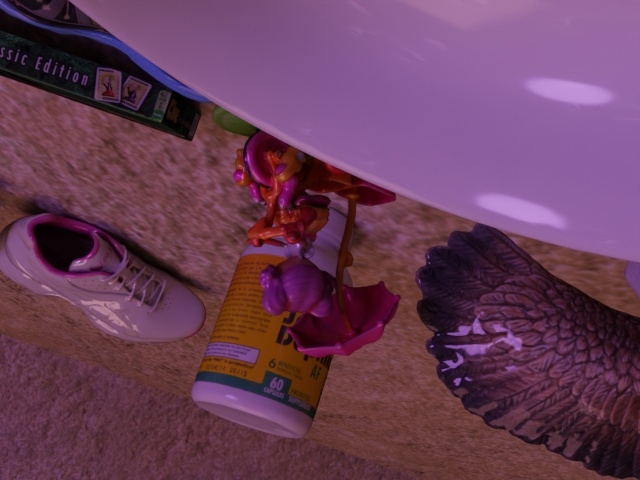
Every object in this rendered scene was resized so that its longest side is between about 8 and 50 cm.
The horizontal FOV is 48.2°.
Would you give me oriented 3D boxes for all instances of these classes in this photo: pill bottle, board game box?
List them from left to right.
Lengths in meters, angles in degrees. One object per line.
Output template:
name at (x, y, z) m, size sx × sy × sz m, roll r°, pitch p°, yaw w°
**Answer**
board game box at (-0.223, -0.132, 0.526) m, size 0.259 × 0.030 × 0.136 m, roll 19°, pitch 180°, yaw -3°
pill bottle at (-0.036, 0.071, 0.687) m, size 0.117 × 0.208 × 0.117 m, roll 16°, pitch 158°, yaw 7°

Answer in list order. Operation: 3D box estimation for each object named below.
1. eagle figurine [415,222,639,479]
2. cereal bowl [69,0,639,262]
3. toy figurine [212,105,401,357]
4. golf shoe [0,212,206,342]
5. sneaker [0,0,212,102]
eagle figurine at (0.242, 0.062, 0.492) m, size 0.298 × 0.226 × 0.225 m, roll 22°, pitch 178°, yaw -24°
cereal bowl at (0.055, -0.116, 0.222) m, size 0.339 × 0.141 × 0.339 m, roll 24°, pitch 172°, yaw 4°
toy figurine at (0.000, 0.000, 0.495) m, size 0.173 × 0.159 × 0.130 m, roll 11°, pitch 167°, yaw -40°
golf shoe at (-0.286, 0.056, 0.980) m, size 0.306 × 0.115 × 0.140 m, roll 27°, pitch 153°, yaw -23°
sneaker at (-0.122, -0.154, 0.434) m, size 0.188 × 0.067 × 0.078 m, roll 24°, pitch 139°, yaw -14°
